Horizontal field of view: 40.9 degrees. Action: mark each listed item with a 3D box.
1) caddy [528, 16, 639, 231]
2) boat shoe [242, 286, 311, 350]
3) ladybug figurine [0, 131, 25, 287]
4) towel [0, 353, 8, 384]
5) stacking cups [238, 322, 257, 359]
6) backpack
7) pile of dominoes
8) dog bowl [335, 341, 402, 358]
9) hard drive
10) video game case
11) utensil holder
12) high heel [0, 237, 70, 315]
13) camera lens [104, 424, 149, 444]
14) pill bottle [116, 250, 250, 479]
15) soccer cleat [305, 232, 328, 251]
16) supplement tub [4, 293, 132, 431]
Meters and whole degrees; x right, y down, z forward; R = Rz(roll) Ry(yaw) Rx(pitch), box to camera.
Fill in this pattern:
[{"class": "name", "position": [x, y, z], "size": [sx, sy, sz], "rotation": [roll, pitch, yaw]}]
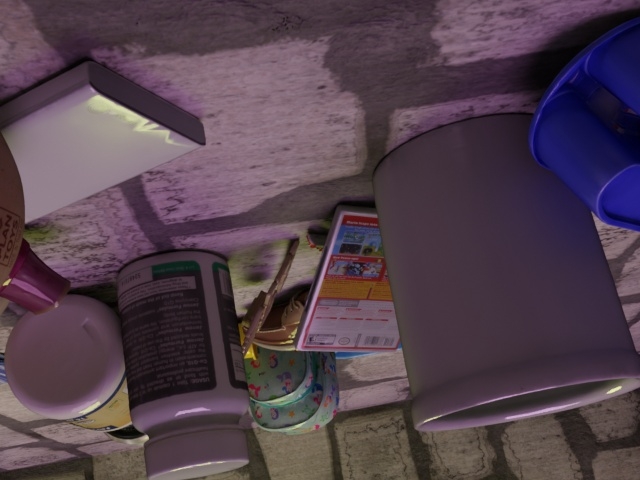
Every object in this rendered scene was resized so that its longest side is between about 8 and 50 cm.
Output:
[{"class": "caddy", "position": [0.418, -0.150, 1.093], "size": [0.341, 0.179, 0.241], "rotation": [9, 129, -43]}, {"class": "boat shoe", "position": [-0.019, 0.149, 1.811], "size": [0.325, 0.123, 0.116], "rotation": [-9, 128, 17]}, {"class": "ladybug figurine", "position": [-0.465, -0.048, 0.769], "size": [0.162, 0.305, 0.449], "rotation": [5, 168, 30]}, {"class": "towel", "position": [-0.830, 0.321, 1.944], "size": [0.336, 0.040, 0.243], "rotation": [-13, 161, 7]}, {"class": "stacking cups", "position": [-0.304, 0.245, 1.946], "size": [0.316, 0.096, 0.096], "rotation": [-8, 161, 3]}, {"class": "backpack", "position": [-0.074, 0.329, 2.040], "size": [0.225, 0.253, 0.191], "rotation": [-17, 160, 19]}, {"class": "pile of dominoes", "position": [-0.113, 0.115, 1.587], "size": [0.040, 0.196, 0.251], "rotation": [27, 157, 2]}, {"class": "dog bowl", "position": [0.147, 0.237, 2.170], "size": [0.297, 0.074, 0.166], "rotation": [-8, 161, -6]}, {"class": "hard drive", "position": [-0.321, -0.104, 1.028], "size": [0.308, 0.040, 0.203], "rotation": [-19, 159, 24]}, {"class": "video game case", "position": [0.083, 0.074, 1.489], "size": [0.204, 0.025, 0.285], "rotation": [5, 120, -24]}, {"class": "utensil holder", "position": [0.258, 0.056, 1.259], "size": [0.328, 0.385, 0.327], "rotation": [-10, 160, -4]}, {"class": "high heel", "position": [-0.553, 0.060, 1.328], "size": [0.377, 0.127, 0.181], "rotation": [-21, 130, 37]}, {"class": "camera lens", "position": [-0.405, 0.391, 2.086], "size": [0.220, 0.219, 0.274], "rotation": [-15, 160, 11]}, {"class": "pill bottle", "position": [-0.233, 0.217, 1.481], "size": [0.204, 0.360, 0.204], "rotation": [-10, 160, -4]}, {"class": "soccer cleat", "position": [0.000, 0.000, 1.505], "size": [0.036, 0.029, 0.083], "rotation": [-26, 160, 14]}, {"class": "supplement tub", "position": [-0.437, 0.246, 1.655], "size": [0.228, 0.228, 0.316], "rotation": [-12, 160, 4]}]
